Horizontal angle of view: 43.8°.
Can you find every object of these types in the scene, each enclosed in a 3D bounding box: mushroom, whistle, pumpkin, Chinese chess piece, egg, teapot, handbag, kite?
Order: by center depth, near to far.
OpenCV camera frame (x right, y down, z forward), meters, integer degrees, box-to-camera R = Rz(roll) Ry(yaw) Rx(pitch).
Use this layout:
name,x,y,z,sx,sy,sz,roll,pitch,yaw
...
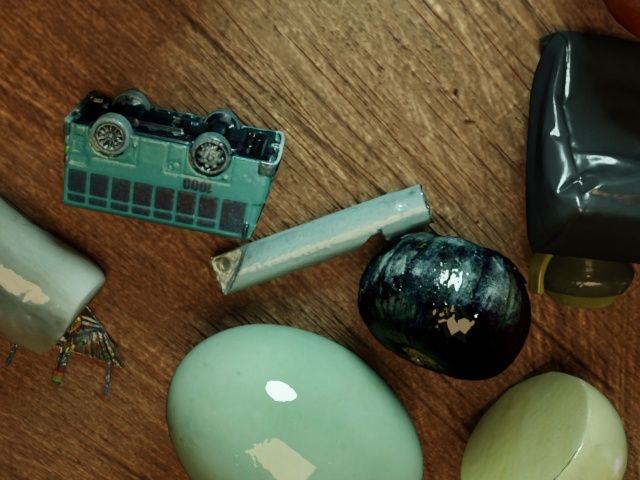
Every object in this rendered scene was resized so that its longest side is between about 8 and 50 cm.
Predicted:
name,x,y,z,sx,sy,sz,roll,pitch,yaw
handbag,0.391,-0.103,0.981,0.302,0.275,0.178,5,150,-9
mushroom,-0.484,-0.004,1.044,0.177,0.126,0.397,-37,114,21
pumpkin,0.162,0.089,1.047,0.233,0.233,0.163,30,71,-15
teapot,0.339,0.026,1.061,0.165,0.130,0.119,-10,105,-35
whistle,0.000,0.000,1.087,0.312,0.062,0.062,-19,115,9
egg,-0.031,0.271,1.102,0.389,0.276,0.276,31,112,-18
Chinese chess piece,0.317,0.310,1.141,0.251,0.251,0.097,-42,106,18
kite,-0.376,0.149,1.185,0.183,0.010,0.160,18,111,-7

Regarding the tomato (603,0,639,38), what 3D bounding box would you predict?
name,x,y,z,sx,sy,sz,roll,pitch,yaw
tomato,0.390,-0.357,0.757,0.273,0.341,0.341,-1,117,9

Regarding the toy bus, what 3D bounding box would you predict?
name,x,y,z,sx,sy,sz,roll,pitch,yaw
toy bus,-0.183,-0.092,1.002,0.256,0.128,0.147,12,118,-4
